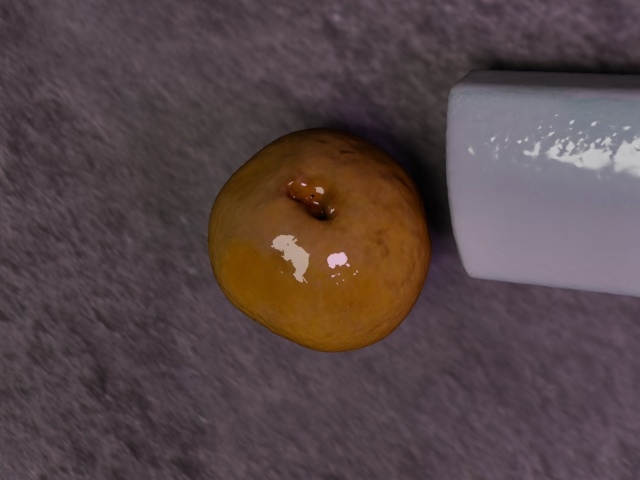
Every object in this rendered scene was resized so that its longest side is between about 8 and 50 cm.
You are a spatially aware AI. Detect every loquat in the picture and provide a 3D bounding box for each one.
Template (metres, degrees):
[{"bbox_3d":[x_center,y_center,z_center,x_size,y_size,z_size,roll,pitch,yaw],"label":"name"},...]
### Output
[{"bbox_3d":[0.000,0.000,1.233,0.208,0.208,0.208,15,121,25],"label":"loquat"}]

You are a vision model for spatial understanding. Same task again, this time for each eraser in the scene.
[{"bbox_3d":[0.254,-0.043,1.111,0.290,0.104,0.189,7,122,30],"label":"eraser"}]
